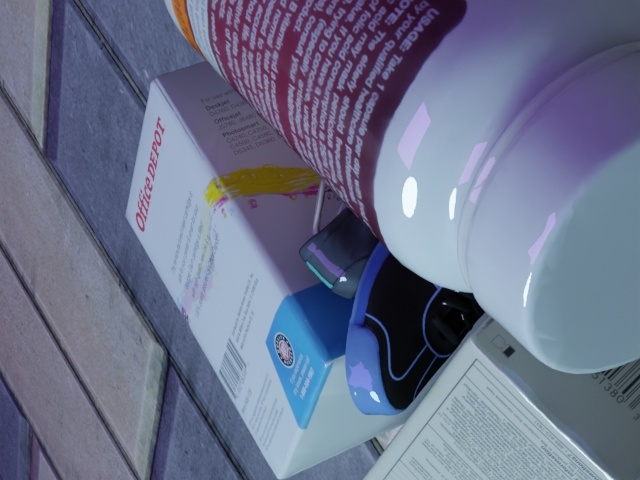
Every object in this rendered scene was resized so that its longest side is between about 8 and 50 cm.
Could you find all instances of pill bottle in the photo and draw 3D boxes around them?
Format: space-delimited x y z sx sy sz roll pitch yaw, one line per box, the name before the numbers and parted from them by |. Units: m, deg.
pill bottle | 0.084 -0.110 1.082 0.392 0.224 0.224 47 148 39

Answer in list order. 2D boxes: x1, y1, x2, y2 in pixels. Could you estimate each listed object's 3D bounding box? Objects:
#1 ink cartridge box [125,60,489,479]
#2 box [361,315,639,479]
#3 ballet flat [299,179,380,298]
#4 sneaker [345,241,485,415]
ink cartridge box | 0.000 0.000 1.365 0.270 0.197 0.198 58 154 22
box | 0.143 0.147 1.247 0.148 0.121 0.311 45 150 9
ballet flat | 0.041 -0.050 1.243 0.074 0.203 0.074 20 149 13
sneaker | 0.094 0.015 1.181 0.090 0.232 0.081 7 156 37
